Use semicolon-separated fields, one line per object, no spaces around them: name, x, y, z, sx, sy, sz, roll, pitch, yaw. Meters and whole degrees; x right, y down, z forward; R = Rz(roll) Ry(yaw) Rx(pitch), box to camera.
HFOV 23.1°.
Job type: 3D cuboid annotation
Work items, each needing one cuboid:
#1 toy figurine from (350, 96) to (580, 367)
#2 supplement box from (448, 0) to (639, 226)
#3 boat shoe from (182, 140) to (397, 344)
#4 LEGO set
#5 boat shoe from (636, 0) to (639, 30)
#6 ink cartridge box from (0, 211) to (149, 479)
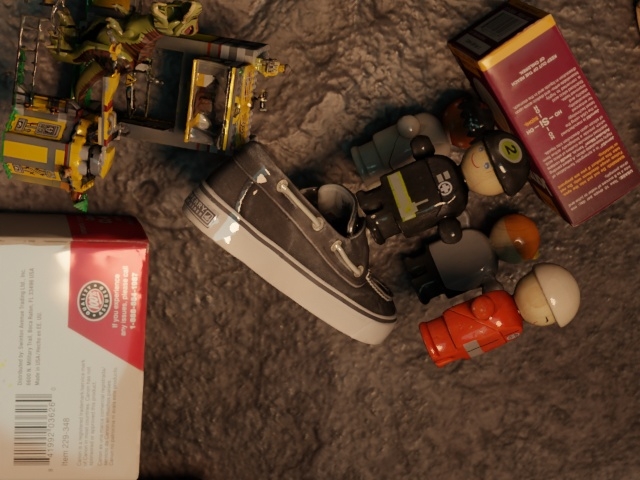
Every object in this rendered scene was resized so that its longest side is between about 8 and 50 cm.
toy figurine;0.131;-0.016;1.408;0.148;0.209;0.213;-24;110;8
supplement box;0.207;-0.119;1.450;0.080;0.104;0.188;-33;110;0
boat shoe;0.000;0.000;1.391;0.102;0.108;0.301;-48;138;5
LEGO set;-0.123;-0.184;1.279;0.192;0.255;0.331;10;97;9
boat shoe;0.359;-0.090;1.494;0.098;0.109;0.302;-11;103;-3
ink cartridge box;-0.311;0.090;1.385;0.306;0.131;0.226;3;103;-11
